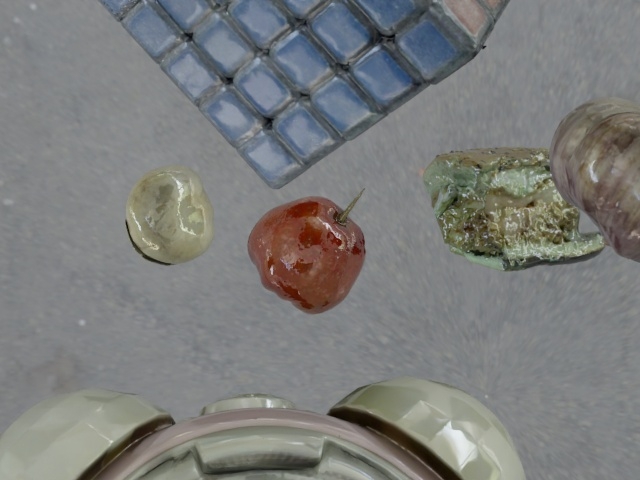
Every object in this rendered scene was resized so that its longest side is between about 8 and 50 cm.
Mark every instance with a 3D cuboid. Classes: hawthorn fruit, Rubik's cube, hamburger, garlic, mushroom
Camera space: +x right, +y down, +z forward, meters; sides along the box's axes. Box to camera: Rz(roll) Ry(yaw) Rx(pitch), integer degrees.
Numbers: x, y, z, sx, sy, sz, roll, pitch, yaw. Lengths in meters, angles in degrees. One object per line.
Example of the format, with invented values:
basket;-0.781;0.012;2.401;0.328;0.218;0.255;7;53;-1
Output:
hawthorn fruit;-0.011;0.013;1.391;0.125;0.140;0.125;14;65;-32
Rubik's cube;0.002;-0.224;1.011;0.237;0.238;0.237;48;134;-12
hamburger;0.274;-0.052;1.911;0.288;0.192;0.168;-4;102;-34
garlic;0.234;-0.037;0.931;0.102;0.159;0.147;-59;39;23
mushroom;-0.230;-0.039;1.989;0.154;0.122;0.154;2;87;-34

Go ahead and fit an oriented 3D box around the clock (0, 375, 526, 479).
clock;-0.033;0.241;0.768;0.342;0.184;0.326;0;65;-13
